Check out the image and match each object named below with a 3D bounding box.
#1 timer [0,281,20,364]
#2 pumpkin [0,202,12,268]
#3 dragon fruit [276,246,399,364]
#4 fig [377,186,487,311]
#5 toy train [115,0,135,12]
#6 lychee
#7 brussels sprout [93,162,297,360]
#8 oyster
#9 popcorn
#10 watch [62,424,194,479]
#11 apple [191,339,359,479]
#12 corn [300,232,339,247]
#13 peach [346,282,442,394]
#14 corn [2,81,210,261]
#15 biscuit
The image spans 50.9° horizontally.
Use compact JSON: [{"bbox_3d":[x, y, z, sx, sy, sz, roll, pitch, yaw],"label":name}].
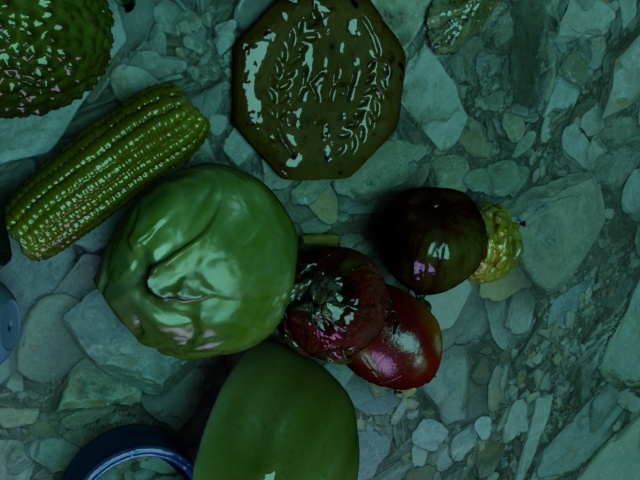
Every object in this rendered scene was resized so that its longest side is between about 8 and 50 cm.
[{"bbox_3d":[-0.557,0.124,0.938,0.255,0.175,0.175,-4,107,-27],"label":"timer"},{"bbox_3d":[-0.555,-0.046,0.834,0.292,0.263,0.197,-9,104,-23],"label":"pumpkin"},{"bbox_3d":[0.004,0.101,1.186,0.218,0.224,0.148,-34,156,6],"label":"dragon fruit"},{"bbox_3d":[0.219,0.053,1.345,0.217,0.217,0.321,-26,135,-20],"label":"fig"},{"bbox_3d":[-0.236,-0.435,0.896,0.145,0.266,0.202,-12,126,15],"label":"toy train"},{"bbox_3d":[-0.421,-0.285,0.828,0.320,0.270,0.270,8,102,-49],"label":"lychee"},{"bbox_3d":[-0.182,0.039,1.078,0.328,0.247,0.328,0,90,-24],"label":"brussels sprout"},{"bbox_3d":[0.287,-0.447,1.285,0.209,0.072,0.133,-42,118,-10],"label":"oyster"},{"bbox_3d":[0.357,0.004,1.429,0.170,0.180,0.180,-6,110,1],"label":"popcorn"},{"bbox_3d":[-0.284,0.443,1.170,0.305,0.241,0.274,-46,107,-18],"label":"watch"},{"bbox_3d":[-0.081,0.396,1.214,0.320,0.360,0.312,35,126,-2],"label":"apple"},{"bbox_3d":[0.000,0.000,1.290,0.083,0.027,0.028,1,137,-28],"label":"corn"},{"bbox_3d":[0.133,0.193,1.319,0.196,0.190,0.226,-45,105,7],"label":"peach"},{"bbox_3d":[-0.326,-0.104,1.014,0.344,0.131,0.131,-42,121,-12],"label":"corn"},{"bbox_3d":[0.004,-0.273,1.197,0.359,0.046,0.359,-9,108,-27],"label":"biscuit"}]
